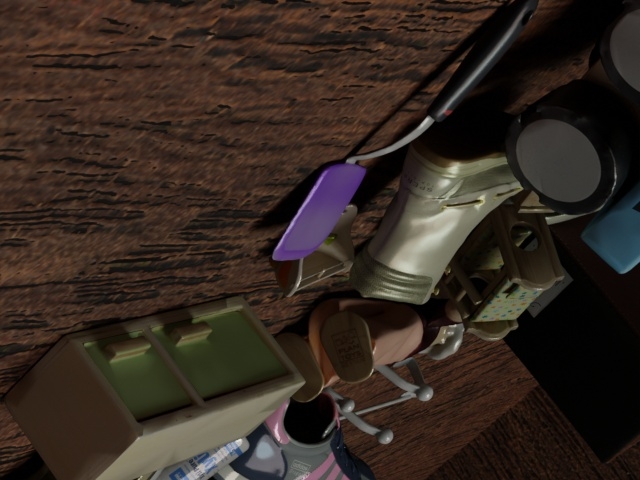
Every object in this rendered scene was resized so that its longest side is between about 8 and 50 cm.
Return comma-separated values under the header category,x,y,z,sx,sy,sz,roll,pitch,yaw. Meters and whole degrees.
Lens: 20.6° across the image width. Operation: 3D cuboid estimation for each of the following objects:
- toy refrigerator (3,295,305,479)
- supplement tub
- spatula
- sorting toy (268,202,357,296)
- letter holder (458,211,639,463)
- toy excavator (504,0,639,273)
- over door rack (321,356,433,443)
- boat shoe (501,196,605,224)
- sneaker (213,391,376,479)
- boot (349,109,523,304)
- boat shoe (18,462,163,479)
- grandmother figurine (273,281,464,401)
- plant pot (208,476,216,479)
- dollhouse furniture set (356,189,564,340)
category,x,y,z,sx,sy,sz,roll,pitch,yaw
toy refrigerator,-0.127,0.121,1.452,0.094,0.102,0.269,-44,165,25
supplement tub,-0.134,0.216,1.815,0.107,0.071,0.071,-37,167,-7
spatula,0.069,-0.090,1.404,0.296,0.030,0.084,-43,162,20
sorting toy,0.000,0.000,1.511,0.083,0.045,0.075,-22,153,-49
letter holder,0.306,0.044,1.867,0.214,0.302,0.152,-26,162,-41
toy excavator,0.376,-0.001,1.521,0.222,0.445,0.433,-42,174,-43
over door rack,0.084,0.193,2.218,0.324,0.108,0.239,-26,163,-40
boat shoe,0.335,-0.120,1.773,0.340,0.127,0.113,-16,159,-19
sneaker,-0.004,0.238,1.993,0.131,0.112,0.319,-45,148,14
boot,0.122,-0.028,1.563,0.213,0.077,0.165,-10,133,-51
boat shoe,-0.255,0.270,1.594,0.302,0.113,0.103,-37,161,-5
grandmother figurine,0.077,0.098,1.928,0.208,0.104,0.342,-13,179,23
plant pot,-0.127,0.411,2.114,0.271,0.271,0.255,-47,178,35
dollhouse furniture set,0.144,0.012,1.667,0.161,0.101,0.182,-2,151,-24
